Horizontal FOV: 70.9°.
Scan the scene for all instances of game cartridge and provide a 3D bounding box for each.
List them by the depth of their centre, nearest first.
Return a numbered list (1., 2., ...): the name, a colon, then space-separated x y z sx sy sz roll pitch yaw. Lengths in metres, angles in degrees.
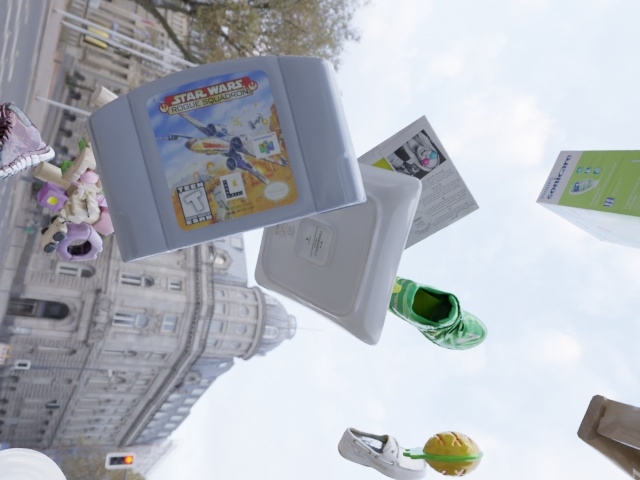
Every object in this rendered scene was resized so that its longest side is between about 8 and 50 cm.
1. game cartridge: -0.112 -0.104 0.530 0.062 0.297 0.198 -119 -165 -84

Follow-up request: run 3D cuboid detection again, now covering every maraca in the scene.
1. maraca: 0.292 0.508 1.072 0.186 0.127 0.099 -7 -109 18

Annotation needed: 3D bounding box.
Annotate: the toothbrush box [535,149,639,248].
1. toothbrush box: 0.575 -0.063 0.792 0.122 0.206 0.283 -65 -160 4

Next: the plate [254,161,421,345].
1. plate: 0.000 0.000 0.732 0.278 0.045 0.277 23 -69 32

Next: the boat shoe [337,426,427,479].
1. boat shoe: 0.194 0.624 1.330 0.098 0.277 0.096 -81 -172 -71

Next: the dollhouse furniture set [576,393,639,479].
1. dollhouse furniture set: 0.381 0.407 0.474 0.394 0.362 0.256 -56 -167 -15

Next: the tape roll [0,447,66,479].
1. tape roll: -0.609 0.521 0.802 0.169 0.246 0.246 -24 -128 16

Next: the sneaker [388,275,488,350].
1. sneaker: 0.270 0.175 1.005 0.123 0.295 0.109 0 -115 65

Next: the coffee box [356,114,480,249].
1. coffee box: 0.286 -0.176 1.526 0.338 0.334 0.337 -31 -178 14

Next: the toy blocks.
1. toy blocks: -0.428 -0.116 1.001 0.288 0.260 0.309 -46 -131 9

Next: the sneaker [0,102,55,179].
1. sneaker: -0.741 -0.225 1.016 0.281 0.106 0.162 -90 165 -67
